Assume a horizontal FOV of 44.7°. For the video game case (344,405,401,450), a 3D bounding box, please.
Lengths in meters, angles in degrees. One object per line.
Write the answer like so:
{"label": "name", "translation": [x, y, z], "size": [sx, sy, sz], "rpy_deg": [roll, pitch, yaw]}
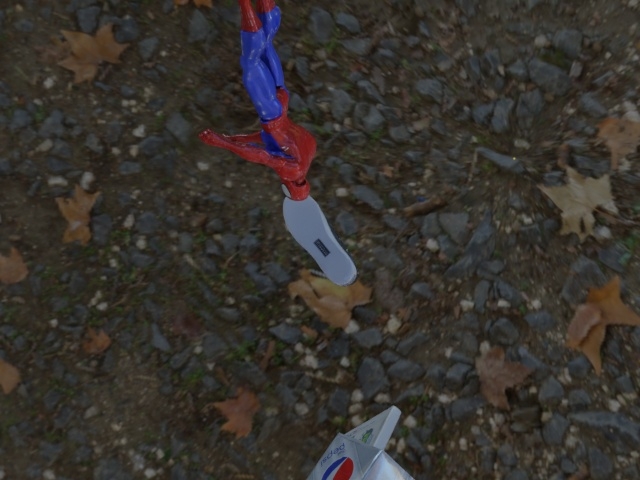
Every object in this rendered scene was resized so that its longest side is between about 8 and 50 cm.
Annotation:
{"label": "video game case", "translation": [0.034, 0.304, 1.044], "size": [0.019, 0.157, 0.143], "rpy_deg": [44, 131, -5]}

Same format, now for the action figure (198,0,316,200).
{"label": "action figure", "translation": [-0.088, -0.156, 0.843], "size": [0.139, 0.091, 0.280], "rpy_deg": [-3, 127, 23]}

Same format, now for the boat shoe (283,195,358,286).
{"label": "boat shoe", "translation": [0.000, 0.000, 0.982], "size": [0.049, 0.040, 0.142], "rpy_deg": [-36, 73, 9]}

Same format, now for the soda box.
{"label": "soda box", "translation": [0.105, 0.343, 0.878], "size": [0.286, 0.091, 0.098], "rpy_deg": [47, 68, -22]}
